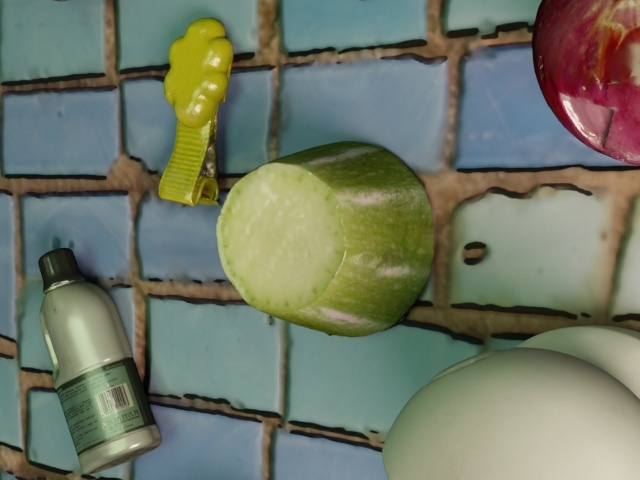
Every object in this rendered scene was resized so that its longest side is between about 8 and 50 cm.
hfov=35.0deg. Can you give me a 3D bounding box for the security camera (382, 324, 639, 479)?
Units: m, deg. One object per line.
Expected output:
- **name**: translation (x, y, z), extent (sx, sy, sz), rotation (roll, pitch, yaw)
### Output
- **security camera**: translation (0.147, 0.156, 0.647), extent (0.194, 0.236, 0.194), rotation (3, 96, 34)

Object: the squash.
- **squash**: translation (0.000, 0.000, 0.821), extent (0.170, 0.123, 0.170), rotation (1, 92, 30)

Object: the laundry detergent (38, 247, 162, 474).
- **laundry detergent**: translation (-0.235, 0.115, 1.023), extent (0.099, 0.070, 0.225), rotation (-32, 75, 40)

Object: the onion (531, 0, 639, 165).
- **onion**: translation (0.218, -0.127, 0.627), extent (0.177, 0.153, 0.177), rotation (-5, 66, 11)

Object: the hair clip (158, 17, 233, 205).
- **hair clip**: translation (-0.117, -0.120, 0.938), extent (0.072, 0.046, 0.173), rotation (12, 98, 31)
